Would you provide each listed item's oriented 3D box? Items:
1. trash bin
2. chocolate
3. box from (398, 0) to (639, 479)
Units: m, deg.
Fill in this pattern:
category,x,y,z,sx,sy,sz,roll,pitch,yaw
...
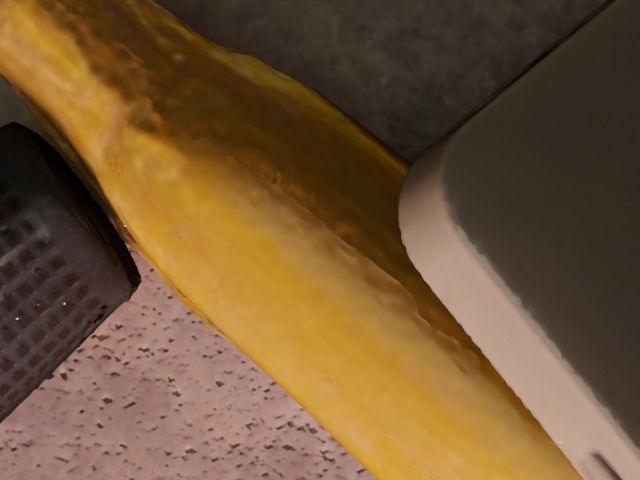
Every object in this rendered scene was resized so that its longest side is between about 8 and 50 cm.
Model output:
category,x,y,z,sx,sy,sz,roll,pitch,yaw
trash bin,-0.197,0.022,1.019,0.161,0.175,0.175,-37,91,1
chocolate,0.000,0.000,1.002,0.445,0.162,0.162,42,100,5
box,0.273,0.013,0.915,0.367,0.090,0.373,-39,91,-20
